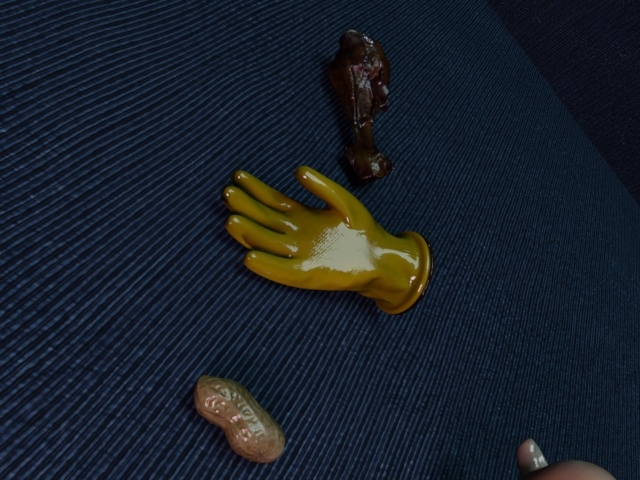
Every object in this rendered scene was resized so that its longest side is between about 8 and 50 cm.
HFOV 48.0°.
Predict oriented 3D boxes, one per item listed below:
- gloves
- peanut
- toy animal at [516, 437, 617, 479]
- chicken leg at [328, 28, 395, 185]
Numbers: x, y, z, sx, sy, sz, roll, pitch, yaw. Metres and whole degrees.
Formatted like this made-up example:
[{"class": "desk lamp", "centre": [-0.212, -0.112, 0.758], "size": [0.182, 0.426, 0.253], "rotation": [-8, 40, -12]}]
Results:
[{"class": "gloves", "centre": [0.000, 0.001, 0.916], "size": [0.294, 0.116, 0.133], "rotation": [22, 39, -31]}, {"class": "peanut", "centre": [-0.080, 0.174, 0.704], "size": [0.113, 0.054, 0.054], "rotation": [47, 35, -10]}, {"class": "toy animal", "centre": [0.301, 0.386, 0.765], "size": [0.247, 0.277, 0.345], "rotation": [-16, 76, -38]}, {"class": "chicken leg", "centre": [0.066, -0.217, 1.196], "size": [0.113, 0.093, 0.304], "rotation": [15, 57, -22]}]
